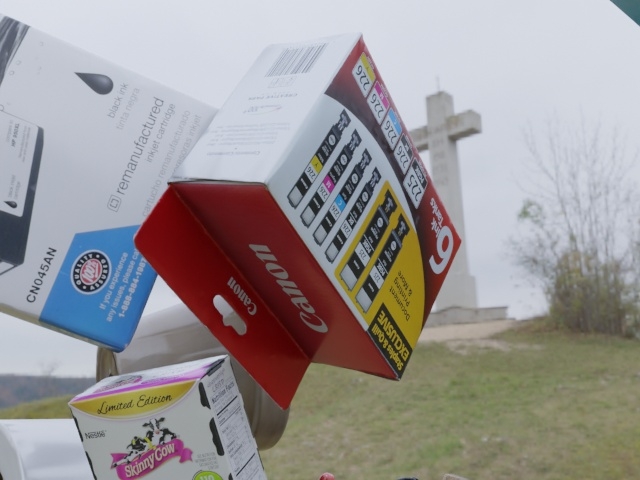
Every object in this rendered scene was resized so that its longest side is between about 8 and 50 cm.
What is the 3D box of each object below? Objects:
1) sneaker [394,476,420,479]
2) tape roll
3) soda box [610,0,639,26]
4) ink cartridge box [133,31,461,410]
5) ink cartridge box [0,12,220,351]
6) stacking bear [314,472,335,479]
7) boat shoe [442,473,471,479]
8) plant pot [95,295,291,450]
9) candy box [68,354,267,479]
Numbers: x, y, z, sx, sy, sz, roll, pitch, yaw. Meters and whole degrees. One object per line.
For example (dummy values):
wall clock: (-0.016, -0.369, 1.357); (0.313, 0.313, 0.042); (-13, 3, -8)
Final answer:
sneaker: (0.155, 0.428, 1.147); (0.267, 0.106, 0.101); (-2, 33, -38)
tape roll: (-0.380, 0.370, 1.004); (0.246, 0.246, 0.169); (-14, -18, 43)
soda box: (0.395, -0.304, 0.858); (0.210, 0.067, 0.071); (23, -13, -30)
ink cartridge box: (0.000, 0.000, 0.754); (0.130, 0.272, 0.309); (4, -38, 38)
ink cartridge box: (-0.348, -0.077, 0.794); (0.394, 0.286, 0.166); (22, -14, -13)
stacking bear: (0.033, 0.545, 1.230); (0.164, 0.289, 0.175); (17, -51, -45)
boat shoe: (0.296, 0.418, 1.007); (0.302, 0.098, 0.109); (12, -17, 35)
plant pot: (-0.248, 0.244, 1.328); (0.280, 0.324, 0.323); (-3, -10, -29)
candy box: (-0.141, 0.248, 0.746); (0.159, 0.234, 0.071); (-14, 6, 20)
